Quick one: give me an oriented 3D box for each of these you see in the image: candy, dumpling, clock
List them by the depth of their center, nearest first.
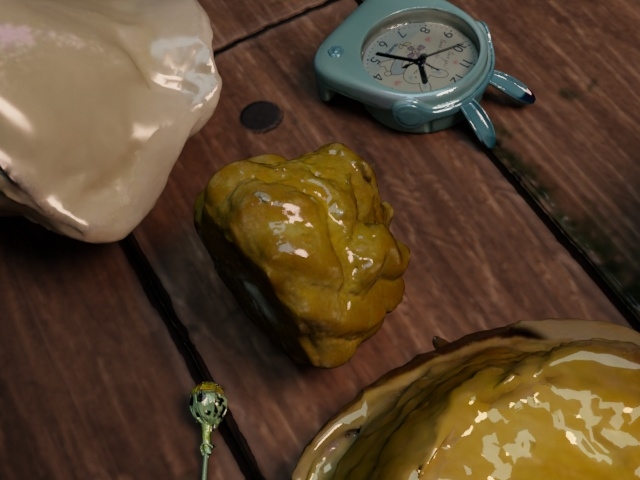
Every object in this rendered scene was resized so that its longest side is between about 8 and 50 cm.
[{"bbox_3d":[-0.067,0.122,0.664,0.025,0.023,0.083,-30,47,41],"label":"candy"},{"bbox_3d":[-0.217,-0.130,0.770,0.318,0.187,0.243,29,66,30],"label":"dumpling"},{"bbox_3d":[0.077,-0.120,0.809,0.147,0.045,0.108,31,64,26],"label":"clock"}]

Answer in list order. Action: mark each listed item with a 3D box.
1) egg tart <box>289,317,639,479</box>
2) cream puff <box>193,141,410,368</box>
[{"bbox_3d":[0.128,0.163,0.538,0.345,0.132,0.345,-5,54,7],"label":"egg tart"},{"bbox_3d":[0.000,0.000,0.674,0.116,0.146,0.146,-34,56,-18],"label":"cream puff"}]
